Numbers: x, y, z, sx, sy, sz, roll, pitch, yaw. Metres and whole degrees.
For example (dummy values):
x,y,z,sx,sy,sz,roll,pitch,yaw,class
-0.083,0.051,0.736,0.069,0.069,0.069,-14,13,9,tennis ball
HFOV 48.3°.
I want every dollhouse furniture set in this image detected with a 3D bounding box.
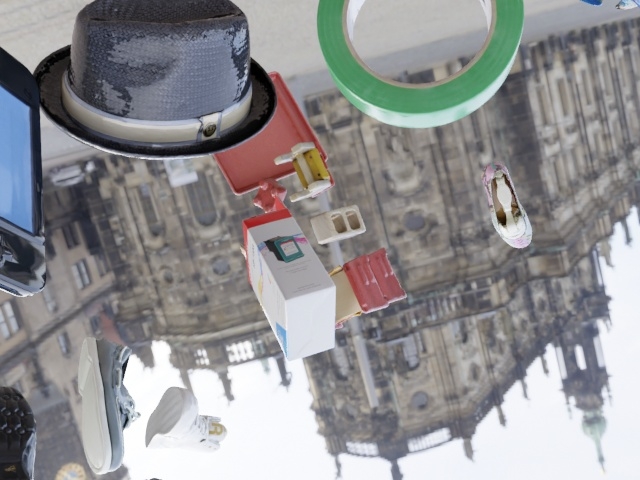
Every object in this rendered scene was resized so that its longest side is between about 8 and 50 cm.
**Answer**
x,y,z,sx,sy,sz,roll,pitch,yaw,class
0.000,0.000,1.501,0.201,0.374,0.152,-27,173,37,dollhouse furniture set

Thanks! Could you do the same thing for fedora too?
x,y,z,sx,sy,sz,roll,pitch,yaw,class
-0.211,-0.251,0.954,0.334,0.152,0.334,9,-138,-9,fedora

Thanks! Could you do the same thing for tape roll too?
x,y,z,sx,sy,sz,roll,pitch,yaw,class
0.157,-0.344,1.141,0.321,0.321,0.077,-14,169,7,tape roll

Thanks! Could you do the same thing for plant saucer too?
x,y,z,sx,sy,sz,roll,pitch,yaw,class
-0.151,-0.246,1.660,0.259,0.258,0.048,-25,170,-27,plant saucer

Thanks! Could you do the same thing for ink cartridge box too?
x,y,z,sx,sy,sz,roll,pitch,yaw,class
-0.057,0.049,1.077,0.078,0.134,0.231,-16,-137,-17,ink cartridge box

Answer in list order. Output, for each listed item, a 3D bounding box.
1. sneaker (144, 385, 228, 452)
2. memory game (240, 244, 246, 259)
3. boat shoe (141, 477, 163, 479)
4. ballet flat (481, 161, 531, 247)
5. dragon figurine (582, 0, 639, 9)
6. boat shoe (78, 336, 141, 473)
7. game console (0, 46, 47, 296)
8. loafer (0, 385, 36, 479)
x,y,z,sx,sy,sz,roll,pitch,yaw,class
-0.280,0.405,1.607,0.169,0.108,0.292,12,150,-22,sneaker
-0.203,0.091,2.272,0.012,0.186,0.186,-34,-166,-10,memory game
-0.151,0.309,0.773,0.065,0.075,0.206,-17,-170,-19,boat shoe
0.417,-0.070,1.598,0.077,0.221,0.079,-19,-162,13,ballet flat
0.274,-0.253,0.650,0.144,0.085,0.289,11,-149,-22,dragon figurine
-0.361,0.277,1.252,0.099,0.116,0.319,10,-158,-27,boat shoe
-0.288,-0.135,0.643,0.173,0.293,0.250,-21,151,15,game console
-0.385,0.278,0.862,0.076,0.078,0.223,12,-144,-37,loafer
